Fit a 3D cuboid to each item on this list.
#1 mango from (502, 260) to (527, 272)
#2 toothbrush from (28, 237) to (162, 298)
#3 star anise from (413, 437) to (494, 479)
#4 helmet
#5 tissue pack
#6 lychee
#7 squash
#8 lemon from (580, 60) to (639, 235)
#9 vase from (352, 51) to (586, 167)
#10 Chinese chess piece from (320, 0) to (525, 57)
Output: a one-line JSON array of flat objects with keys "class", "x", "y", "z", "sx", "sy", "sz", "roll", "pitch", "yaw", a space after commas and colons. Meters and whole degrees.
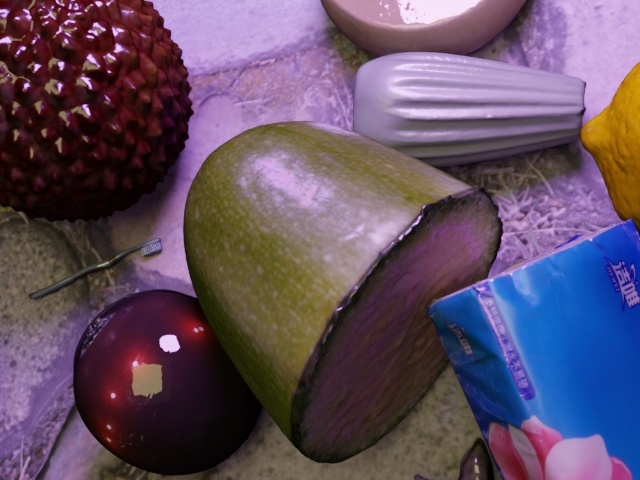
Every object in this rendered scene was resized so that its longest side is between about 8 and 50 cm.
[{"class": "mango", "x": 0.200, "y": 0.097, "z": 0.943, "sx": 0.091, "sy": 0.074, "sz": 0.165, "roll": 24, "pitch": 85, "yaw": 20}, {"class": "toothbrush", "x": -0.285, "y": 0.038, "z": 1.146, "sx": 0.193, "sy": 0.013, "sz": 0.019, "roll": -21, "pitch": 79, "yaw": 11}, {"class": "star anise", "x": 0.139, "y": 0.321, "z": 0.896, "sx": 0.236, "sy": 0.093, "sz": 0.229, "roll": -18, "pitch": 71, "yaw": 11}, {"class": "helmet", "x": -0.166, "y": 0.156, "z": 0.999, "sx": 0.216, "sy": 0.193, "sz": 0.189, "roll": 36, "pitch": 87, "yaw": -7}, {"class": "tissue pack", "x": 0.245, "y": 0.135, "z": 0.823, "sx": 0.209, "sy": 0.137, "sz": 0.269, "roll": -19, "pitch": 82, "yaw": -27}, {"class": "lychee", "x": -0.295, "y": -0.177, "z": 1.055, "sx": 0.306, "sy": 0.330, "sz": 0.306, "roll": 1, "pitch": 50, "yaw": -1}, {"class": "squash", "x": -0.028, "y": 0.016, "z": 0.925, "sx": 0.309, "sy": 0.310, "sz": 0.310, "roll": 32, "pitch": 88, "yaw": 27}, {"class": "lemon", "x": 0.380, "y": -0.086, "z": 0.850, "sx": 0.254, "sy": 0.228, "sz": 0.228, "roll": 24, "pitch": 84, "yaw": 24}, {"class": "vase", "x": 0.162, "y": -0.142, "z": 0.995, "sx": 0.248, "sy": 0.128, "sz": 0.128, "roll": 1, "pitch": 76, "yaw": 8}, {"class": "Chinese chess piece", "x": 0.121, "y": -0.338, "z": 1.066, "sx": 0.273, "sy": 0.102, "sz": 0.273, "roll": -4, "pitch": 76, "yaw": 15}]
